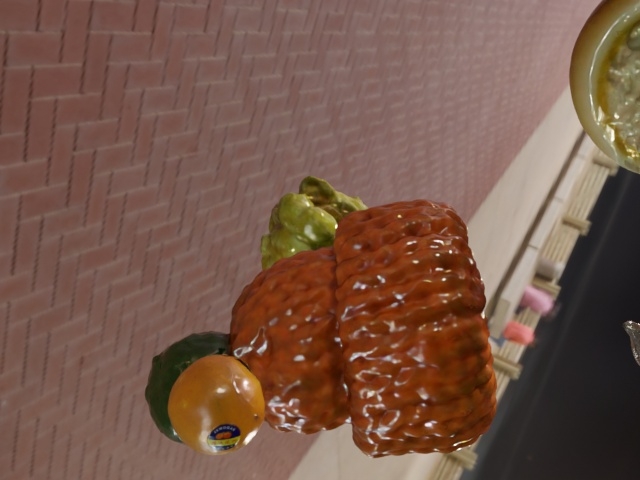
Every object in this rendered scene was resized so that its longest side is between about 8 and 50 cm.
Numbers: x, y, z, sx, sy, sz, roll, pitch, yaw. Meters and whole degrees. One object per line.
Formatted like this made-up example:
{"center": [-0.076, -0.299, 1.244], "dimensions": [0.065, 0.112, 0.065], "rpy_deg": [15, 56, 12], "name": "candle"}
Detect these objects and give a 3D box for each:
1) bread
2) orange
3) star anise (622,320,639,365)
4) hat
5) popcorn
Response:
{"center": [0.584, -0.257, 1.035], "dimensions": [0.245, 0.424, 0.329], "rpy_deg": [-13, 88, -48], "name": "bread"}
{"center": [-0.086, 0.136, 0.605], "dimensions": [0.083, 0.083, 0.083], "rpy_deg": [-51, 155, -35], "name": "orange"}
{"center": [0.446, 0.172, 0.911], "dimensions": [0.065, 0.195, 0.182], "rpy_deg": [-42, -177, 10], "name": "star anise"}
{"center": [-0.001, 0.107, 0.857], "dimensions": [0.285, 0.400, 0.285], "rpy_deg": [-6, 90, -74], "name": "hat"}
{"center": [0.000, 0.000, 1.461], "dimensions": [0.242, 0.235, 0.250], "rpy_deg": [-60, 172, 27], "name": "popcorn"}
